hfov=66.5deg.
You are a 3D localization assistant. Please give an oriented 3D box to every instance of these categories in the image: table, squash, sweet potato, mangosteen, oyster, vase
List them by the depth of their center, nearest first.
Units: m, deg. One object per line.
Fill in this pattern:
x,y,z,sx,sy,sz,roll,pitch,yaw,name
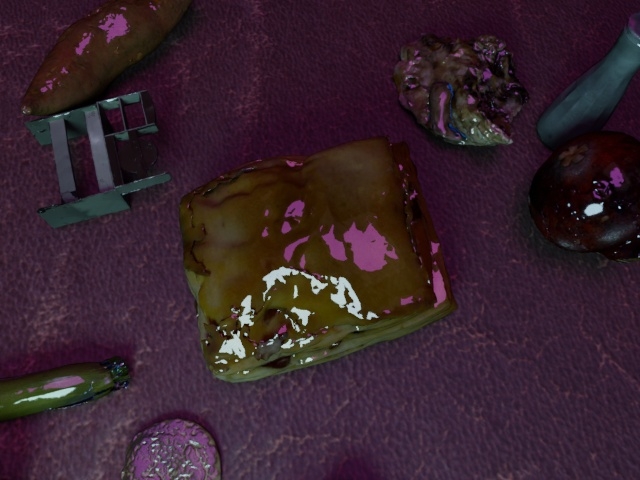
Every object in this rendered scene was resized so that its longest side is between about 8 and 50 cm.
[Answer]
-0.316,0.173,0.562,0.184,0.052,0.052,-9,67,-11,squash
0.375,-0.050,0.648,0.180,0.166,0.166,37,68,-14,mangosteen
-0.302,-0.115,0.678,0.175,0.062,0.146,-17,69,-9,table
0.389,-0.213,0.678,0.086,0.214,0.086,1,67,-3,vase
-0.322,-0.302,0.743,0.106,0.095,0.354,8,53,50,sweet potato
0.216,-0.249,0.761,0.223,0.083,0.214,22,64,13,oyster

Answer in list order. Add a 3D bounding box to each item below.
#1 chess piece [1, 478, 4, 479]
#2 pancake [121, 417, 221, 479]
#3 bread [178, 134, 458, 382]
-0.365,0.368,0.434,0.143,0.142,0.260,-9,72,-7,chess piece
-0.168,0.259,0.551,0.115,0.011,0.114,1,66,-3,pancake
0.000,0.000,0.589,0.325,0.167,0.277,-10,68,-9,bread
